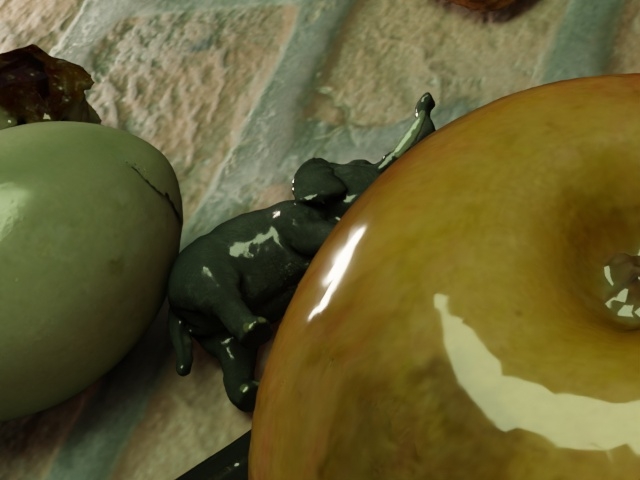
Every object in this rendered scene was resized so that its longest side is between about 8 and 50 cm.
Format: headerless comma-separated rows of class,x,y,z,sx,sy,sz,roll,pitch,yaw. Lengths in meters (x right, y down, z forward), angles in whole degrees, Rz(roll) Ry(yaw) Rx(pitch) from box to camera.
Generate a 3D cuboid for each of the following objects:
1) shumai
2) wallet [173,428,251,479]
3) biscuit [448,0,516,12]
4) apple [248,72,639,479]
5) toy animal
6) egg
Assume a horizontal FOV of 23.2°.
shumai,-0.274,-0.095,1.272,0.201,0.120,0.201,-8,38,7
wallet,-0.035,0.166,0.935,0.250,0.044,0.149,-32,36,-4
biscuit,0.150,-0.265,1.294,0.192,0.036,0.186,-42,39,-16
apple,0.138,0.098,0.691,0.364,0.364,0.364,-16,41,14
toy animal,0.007,0.003,1.052,0.269,0.082,0.137,-38,42,-11
egg,-0.206,0.020,1.072,0.253,0.186,0.186,-40,41,-10
